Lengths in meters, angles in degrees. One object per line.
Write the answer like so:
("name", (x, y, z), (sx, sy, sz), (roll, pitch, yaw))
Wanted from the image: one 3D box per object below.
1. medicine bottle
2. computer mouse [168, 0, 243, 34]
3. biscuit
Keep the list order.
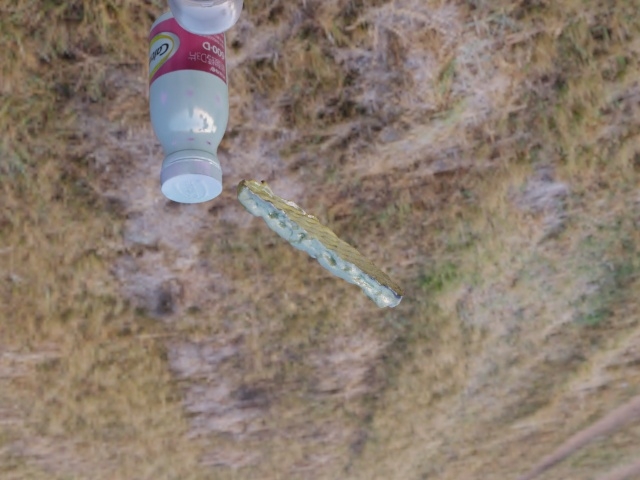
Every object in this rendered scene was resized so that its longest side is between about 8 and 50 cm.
("medicine bottle", (-0.149, -0.153, 0.997), (0.091, 0.216, 0.090), (-5, 155, -2))
("computer mouse", (-0.100, -0.215, 0.758), (0.066, 0.096, 0.039), (-7, 149, -7))
("biscuit", (0.000, 0.000, 1.248), (0.036, 0.274, 0.187), (-54, 180, 9))
